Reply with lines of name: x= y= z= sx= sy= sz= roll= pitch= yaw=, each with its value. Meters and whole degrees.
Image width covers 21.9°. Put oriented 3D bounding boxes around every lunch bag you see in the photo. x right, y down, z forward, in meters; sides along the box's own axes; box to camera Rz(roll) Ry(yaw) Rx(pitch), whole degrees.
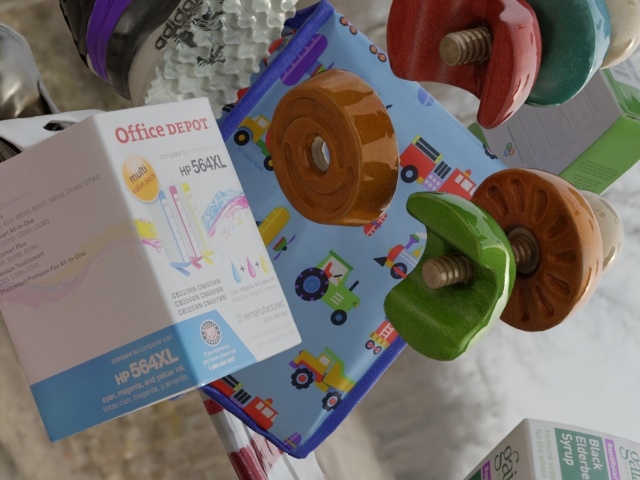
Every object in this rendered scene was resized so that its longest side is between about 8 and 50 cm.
lunch bag: x=-0.024 y=0.005 z=1.243 sx=0.221 sy=0.293 sz=0.138 roll=41 pitch=-12 yaw=-17

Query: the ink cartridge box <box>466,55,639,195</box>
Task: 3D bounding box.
ink cartridge box: x=0.182 y=-0.072 z=1.385 sx=0.062 sy=0.209 sz=0.109 roll=16 pitch=42 yaw=-38

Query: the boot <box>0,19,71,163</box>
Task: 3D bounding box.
boot: x=-0.216 y=-0.091 z=1.270 sx=0.106 sy=0.082 sz=0.219 roll=37 pitch=-13 yaw=14

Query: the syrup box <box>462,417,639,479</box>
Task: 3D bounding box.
syrup box: x=0.113 y=0.214 z=1.037 sx=0.237 sy=0.096 sz=0.093 roll=125 pitch=-29 yaw=-45

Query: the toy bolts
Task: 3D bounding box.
toy bolts: x=0.101 y=-0.077 z=1.017 sx=0.218 sy=0.158 sz=0.229 roll=41 pitch=-49 yaw=35

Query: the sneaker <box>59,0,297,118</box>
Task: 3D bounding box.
sneaker: x=-0.048 y=-0.213 z=0.982 sx=0.146 sy=0.293 sz=0.102 roll=41 pitch=-2 yaw=30

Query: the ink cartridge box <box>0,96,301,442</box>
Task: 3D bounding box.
ink cartridge box: x=-0.090 y=0.003 z=0.752 sx=0.092 sy=0.090 sz=0.143 roll=-19 pitch=87 yaw=-59

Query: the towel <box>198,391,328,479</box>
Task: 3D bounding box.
towel: x=-0.036 y=0.194 z=1.461 sx=0.329 sy=0.037 sz=0.237 roll=65 pitch=8 yaw=0
